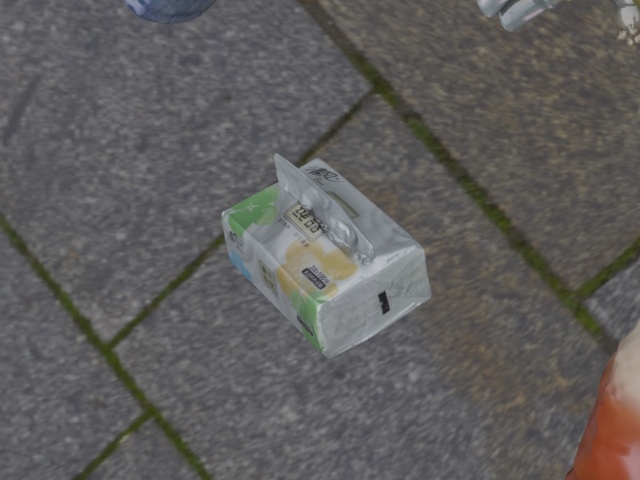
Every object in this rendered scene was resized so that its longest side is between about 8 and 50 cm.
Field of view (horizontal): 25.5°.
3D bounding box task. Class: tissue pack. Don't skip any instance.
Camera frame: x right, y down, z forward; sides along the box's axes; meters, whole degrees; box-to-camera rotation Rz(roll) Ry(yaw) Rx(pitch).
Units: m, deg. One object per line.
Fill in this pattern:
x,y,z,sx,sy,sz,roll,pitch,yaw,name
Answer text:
0.000,0.000,1.688,0.159,0.145,0.229,-30,43,-17,tissue pack

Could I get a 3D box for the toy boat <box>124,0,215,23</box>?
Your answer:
-0.133,-0.292,1.362,0.127,0.283,0.078,38,119,-16,toy boat

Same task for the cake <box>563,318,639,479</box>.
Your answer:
0.225,0.060,0.386,0.269,0.270,0.320,23,122,21,cake

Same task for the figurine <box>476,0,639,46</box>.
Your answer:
0.334,-0.320,1.456,0.381,0.224,0.205,-5,68,24,figurine
